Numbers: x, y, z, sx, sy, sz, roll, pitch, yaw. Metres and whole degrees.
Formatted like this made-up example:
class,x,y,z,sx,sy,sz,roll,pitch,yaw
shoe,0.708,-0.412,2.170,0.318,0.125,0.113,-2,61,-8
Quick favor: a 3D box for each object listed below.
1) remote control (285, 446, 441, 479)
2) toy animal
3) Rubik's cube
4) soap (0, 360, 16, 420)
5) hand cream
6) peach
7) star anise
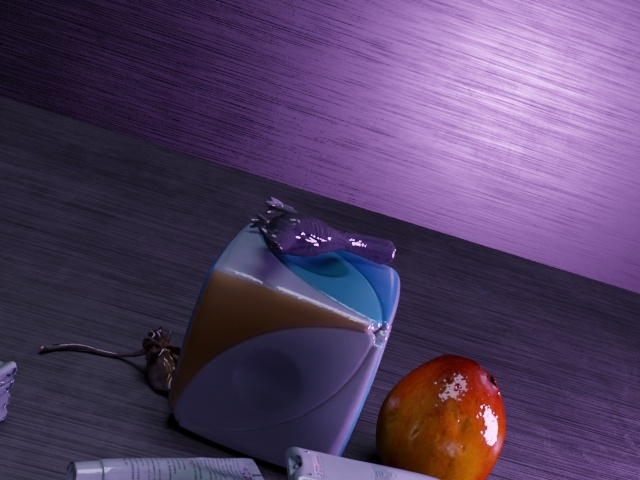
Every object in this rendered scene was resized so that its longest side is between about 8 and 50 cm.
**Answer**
class,x,y,z,sx,sy,sz,roll,pitch,yaw
remote control,0.087,0.399,1.284,0.293,0.051,0.103,15,19,-13
toy animal,-0.035,-0.014,1.455,0.206,0.081,0.367,28,13,35
Rubik's cube,-0.059,0.194,1.510,0.347,0.352,0.351,21,17,4
soap,-0.562,0.262,1.204,0.063,0.114,0.198,22,18,10
hand cream,-0.239,0.380,1.269,0.331,0.058,0.085,7,20,-32
peach,0.231,0.350,1.484,0.238,0.281,0.281,32,22,30
star anise,-0.400,0.246,1.554,0.227,0.218,0.148,-17,49,16
